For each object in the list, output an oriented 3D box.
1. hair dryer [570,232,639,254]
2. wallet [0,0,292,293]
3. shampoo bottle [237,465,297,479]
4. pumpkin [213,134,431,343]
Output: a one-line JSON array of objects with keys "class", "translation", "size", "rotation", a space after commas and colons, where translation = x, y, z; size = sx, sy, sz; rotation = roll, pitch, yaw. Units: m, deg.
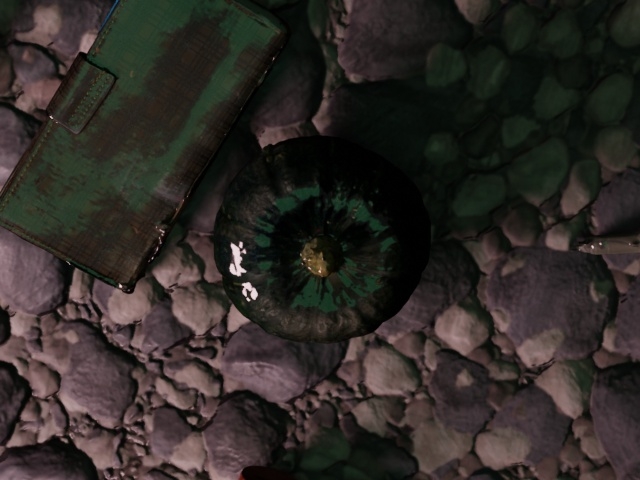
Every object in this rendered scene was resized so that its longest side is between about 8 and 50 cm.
[{"class": "hair dryer", "translation": [0.428, -0.006, 1.449], "size": [0.357, 0.173, 0.108], "rotation": [-2, 90, 18]}, {"class": "wallet", "translation": [-0.176, -0.115, 1.420], "size": [0.169, 0.044, 0.317], "rotation": [29, 104, -14]}, {"class": "shampoo bottle", "translation": [-0.098, 0.392, 1.552], "size": [0.118, 0.076, 0.314], "rotation": [16, 104, -6]}, {"class": "pumpkin", "translation": [0.001, 0.001, 1.405], "size": [0.211, 0.152, 0.212], "rotation": [-5, 120, -9]}]
